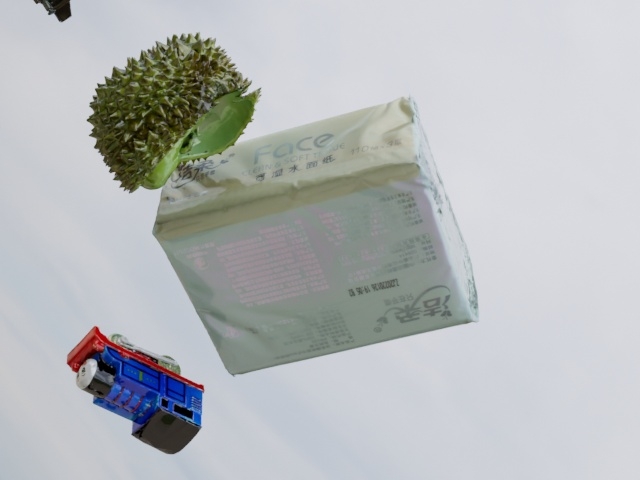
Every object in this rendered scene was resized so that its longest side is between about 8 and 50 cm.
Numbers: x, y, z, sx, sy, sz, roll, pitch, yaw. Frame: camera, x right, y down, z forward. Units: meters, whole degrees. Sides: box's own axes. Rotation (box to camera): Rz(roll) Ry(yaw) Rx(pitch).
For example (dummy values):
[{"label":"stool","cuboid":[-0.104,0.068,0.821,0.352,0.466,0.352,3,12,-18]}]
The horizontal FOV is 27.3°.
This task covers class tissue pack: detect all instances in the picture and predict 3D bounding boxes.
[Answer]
[{"label":"tissue pack","cuboid":[0.000,0.000,1.979,0.205,0.404,0.332,-89,160,-50]}]

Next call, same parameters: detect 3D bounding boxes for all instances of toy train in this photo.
[{"label":"toy train","cuboid":[-0.273,0.220,1.961,0.204,0.083,0.131,30,34,-26]}]

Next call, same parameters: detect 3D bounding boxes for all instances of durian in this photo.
[{"label":"durian","cuboid":[-0.208,-0.180,1.808,0.177,0.237,0.200,59,-14,-4]}]

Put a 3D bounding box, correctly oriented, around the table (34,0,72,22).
[{"label":"table","cuboid":[-0.315,-0.321,1.591,0.082,0.083,0.070,58,5,4]}]
